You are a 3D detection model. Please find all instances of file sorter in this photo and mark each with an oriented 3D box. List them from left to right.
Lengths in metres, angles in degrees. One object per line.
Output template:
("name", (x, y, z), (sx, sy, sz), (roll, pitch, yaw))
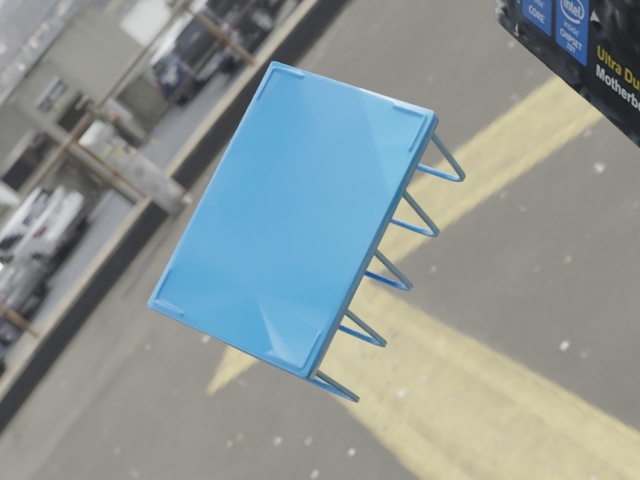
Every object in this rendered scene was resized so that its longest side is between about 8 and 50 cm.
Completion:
("file sorter", (0.000, 0.000, 0.818), (0.118, 0.104, 0.170), (21, 79, 30))

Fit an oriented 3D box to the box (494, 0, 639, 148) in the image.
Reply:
("box", (0.220, -0.043, 0.276), (0.257, 0.079, 0.322), (-18, 39, -13))
